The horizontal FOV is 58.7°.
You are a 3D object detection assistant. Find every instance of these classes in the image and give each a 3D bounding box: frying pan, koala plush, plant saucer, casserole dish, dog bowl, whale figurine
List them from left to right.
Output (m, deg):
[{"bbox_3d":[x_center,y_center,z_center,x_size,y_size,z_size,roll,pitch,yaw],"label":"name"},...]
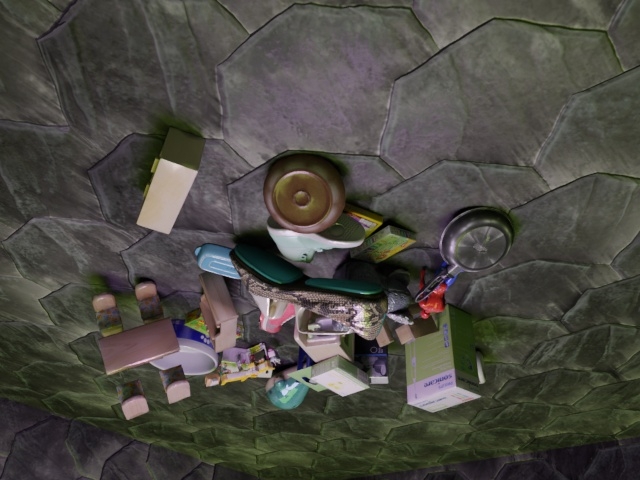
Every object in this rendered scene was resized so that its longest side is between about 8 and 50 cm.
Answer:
[{"bbox_3d":[-0.504,0.399,2.104,0.264,0.104,0.265,3,144,2],"label":"dog bowl"},{"bbox_3d":[-0.280,0.067,1.678,0.188,0.037,0.114,16,143,-18],"label":"casserole dish"},{"bbox_3d":[-0.093,0.576,2.263,0.272,0.141,0.216,-37,151,28],"label":"whale figurine"},{"bbox_3d":[-0.041,-0.102,1.333,0.198,0.036,0.199,3,113,8],"label":"plant saucer"},{"bbox_3d":[0.166,0.158,1.619,0.221,0.196,0.203,12,149,-18],"label":"koala plush"},{"bbox_3d":[0.353,0.038,1.480,0.326,0.053,0.197,-30,120,12],"label":"frying pan"}]

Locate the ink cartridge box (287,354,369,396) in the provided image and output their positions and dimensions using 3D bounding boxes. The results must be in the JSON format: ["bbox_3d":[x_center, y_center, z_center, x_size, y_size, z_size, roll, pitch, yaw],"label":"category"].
[{"bbox_3d":[0.024,0.475,1.925,0.235,0.056,0.171,-29,130,31],"label":"ink cartridge box"}]

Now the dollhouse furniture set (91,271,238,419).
[{"bbox_3d":[-0.467,0.274,1.731,0.394,0.362,0.256,-16,151,-20],"label":"dollhouse furniture set"}]

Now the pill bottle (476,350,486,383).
[{"bbox_3d":[0.493,0.477,2.100,0.214,0.117,0.117,-11,142,20],"label":"pill bottle"}]

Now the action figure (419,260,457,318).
[{"bbox_3d":[0.344,0.095,1.624,0.091,0.139,0.280,14,121,-11],"label":"action figure"}]

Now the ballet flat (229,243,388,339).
[{"bbox_3d":[-0.054,0.153,1.510,0.482,0.164,0.182,16,106,25],"label":"ballet flat"}]

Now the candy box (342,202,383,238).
[{"bbox_3d":[0.048,-0.061,1.474,0.205,0.027,0.105,19,146,-20],"label":"candy box"}]

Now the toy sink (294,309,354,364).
[{"bbox_3d":[0.023,0.299,1.872,0.131,0.153,0.234,-11,141,19],"label":"toy sink"}]

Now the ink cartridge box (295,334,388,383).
[{"bbox_3d":[0.075,0.423,2.027,0.332,0.166,0.065,-3,143,8],"label":"ink cartridge box"}]

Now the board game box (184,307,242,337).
[{"bbox_3d":[-0.376,0.300,2.005,0.092,0.043,0.181,-27,134,35],"label":"board game box"}]

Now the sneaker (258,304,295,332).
[{"bbox_3d":[-0.114,0.212,1.772,0.136,0.116,0.314,16,145,6],"label":"sneaker"}]

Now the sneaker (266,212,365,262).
[{"bbox_3d":[0.000,0.000,1.461,0.255,0.094,0.151,7,146,19],"label":"sneaker"}]

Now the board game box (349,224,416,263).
[{"bbox_3d":[0.169,0.013,1.544,0.103,0.026,0.154,14,146,-38],"label":"board game box"}]

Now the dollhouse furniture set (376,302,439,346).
[{"bbox_3d":[0.262,0.265,1.832,0.123,0.144,0.151,-6,155,-41],"label":"dollhouse furniture set"}]

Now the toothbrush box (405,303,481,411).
[{"bbox_3d":[0.386,0.380,1.835,0.122,0.283,0.206,26,138,-27],"label":"toothbrush box"}]

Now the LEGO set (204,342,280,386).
[{"bbox_3d":[-0.289,0.452,2.103,0.286,0.107,0.132,-18,157,-1],"label":"LEGO set"}]

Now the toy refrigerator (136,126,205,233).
[{"bbox_3d":[-0.362,-0.136,1.347,0.094,0.102,0.269,19,143,-19],"label":"toy refrigerator"}]

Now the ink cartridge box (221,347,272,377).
[{"bbox_3d":[-0.284,0.476,2.222,0.198,0.067,0.115,9,145,-4],"label":"ink cartridge box"}]
